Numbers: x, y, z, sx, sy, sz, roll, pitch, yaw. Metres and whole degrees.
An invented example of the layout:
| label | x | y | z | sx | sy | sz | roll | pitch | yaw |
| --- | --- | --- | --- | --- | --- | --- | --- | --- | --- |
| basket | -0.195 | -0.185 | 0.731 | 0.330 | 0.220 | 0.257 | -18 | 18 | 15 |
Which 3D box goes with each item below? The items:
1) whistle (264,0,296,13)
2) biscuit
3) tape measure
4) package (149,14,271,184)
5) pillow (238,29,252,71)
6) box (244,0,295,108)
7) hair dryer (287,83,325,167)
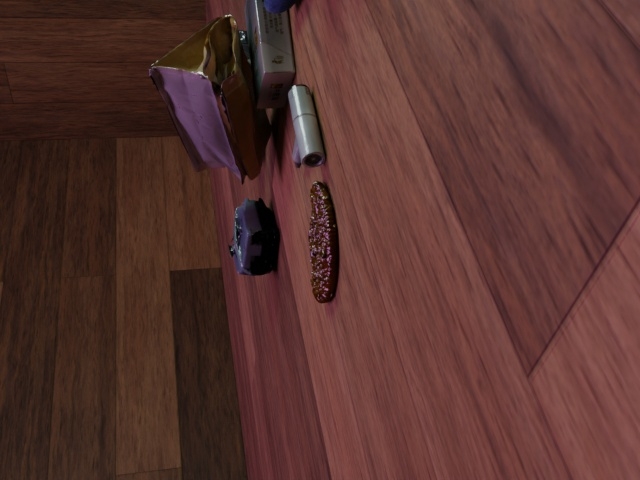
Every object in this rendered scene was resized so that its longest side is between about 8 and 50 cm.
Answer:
| label | x | y | z | sx | sy | sz | roll | pitch | yaw |
| --- | --- | --- | --- | --- | --- | --- | --- | --- | --- |
| whistle | -0.046 | -0.456 | 1.184 | 0.304 | 0.062 | 0.062 | 158 | 109 | -77 |
| biscuit | 0.003 | 0.009 | 1.158 | 0.126 | 0.025 | 0.206 | -144 | 52 | -74 |
| tape measure | -0.168 | -0.001 | 1.758 | 0.182 | 0.107 | 0.181 | -113 | 30 | -51 |
| package | -0.189 | -0.278 | 1.517 | 0.165 | 0.221 | 0.311 | 35 | 156 | 31 |
| pillow | -0.195 | -0.363 | 1.812 | 0.161 | 0.092 | 0.335 | -111 | 22 | -65 |
| box | -0.106 | -0.411 | 1.445 | 0.155 | 0.067 | 0.243 | 119 | 145 | -70 |
| hair dryer | -0.029 | -0.155 | 1.248 | 0.183 | 0.044 | 0.155 | 97 | 166 | -57 |
